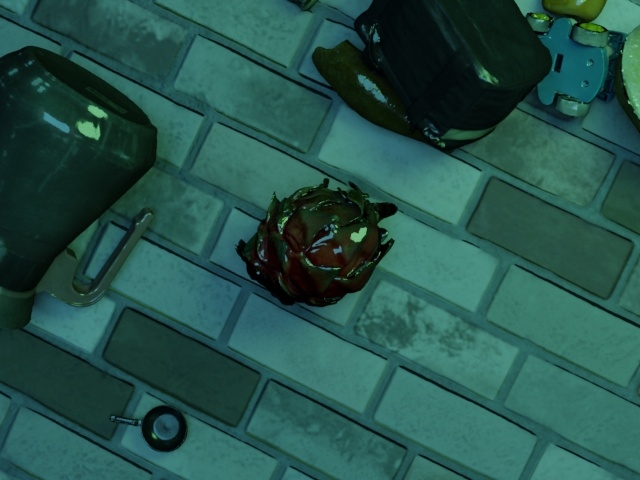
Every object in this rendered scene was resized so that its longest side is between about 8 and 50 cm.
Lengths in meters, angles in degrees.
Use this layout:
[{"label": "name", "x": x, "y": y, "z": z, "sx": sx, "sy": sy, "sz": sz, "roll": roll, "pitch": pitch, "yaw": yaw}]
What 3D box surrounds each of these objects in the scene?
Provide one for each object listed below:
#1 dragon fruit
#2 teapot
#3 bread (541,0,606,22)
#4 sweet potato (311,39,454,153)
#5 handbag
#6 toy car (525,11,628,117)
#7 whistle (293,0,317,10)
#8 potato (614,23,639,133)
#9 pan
[{"label": "dragon fruit", "x": -0.006, "y": 0.006, "z": 1.736, "sx": 0.182, "sy": 0.182, "sz": 0.189, "roll": 41, "pitch": 127, "yaw": 5}, {"label": "teapot", "x": -0.384, "y": -0.061, "z": 1.767, "sx": 0.300, "sy": 0.253, "sz": 0.344, "roll": 29, "pitch": 102, "yaw": -26}, {"label": "bread", "x": 0.379, "y": -0.415, "z": 1.739, "sx": 0.074, "sy": 0.092, "sz": 0.239, "roll": 19, "pitch": 92, "yaw": -33}, {"label": "sweet potato", "x": 0.086, "y": -0.197, "z": 1.776, "sx": 0.243, "sy": 0.077, "sz": 0.077, "roll": 41, "pitch": 94, "yaw": 7}, {"label": "handbag", "x": 0.175, "y": -0.261, "z": 1.705, "sx": 0.181, "sy": 0.181, "sz": 0.254, "roll": -23, "pitch": 75, "yaw": -35}, {"label": "toy car", "x": 0.333, "y": -0.250, "z": 1.755, "sx": 0.161, "sy": 0.098, "sz": 0.126, "roll": 26, "pitch": 119, "yaw": 34}, {"label": "whistle", "x": -0.125, "y": -0.448, "z": 1.805, "sx": 0.326, "sy": 0.057, "sz": 0.068, "roll": 42, "pitch": 137, "yaw": 5}, {"label": "potato", "x": 0.470, "y": -0.190, "z": 1.708, "sx": 0.182, "sy": 0.117, "sz": 0.202, "roll": -18, "pitch": 77, "yaw": -15}, {"label": "pan", "x": -0.247, "y": 0.265, "z": 1.842, "sx": 0.115, "sy": 0.023, "sz": 0.068, "roll": 12, "pitch": 93, "yaw": 3}]
